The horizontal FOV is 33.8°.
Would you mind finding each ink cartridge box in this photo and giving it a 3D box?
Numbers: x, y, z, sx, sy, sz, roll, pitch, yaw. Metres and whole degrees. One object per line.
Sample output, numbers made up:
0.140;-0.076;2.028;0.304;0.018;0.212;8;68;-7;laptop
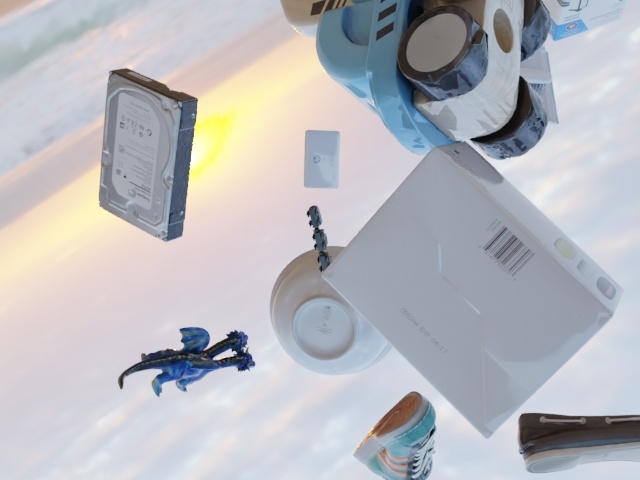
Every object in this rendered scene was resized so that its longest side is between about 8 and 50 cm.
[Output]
0.478;-0.472;1.889;0.148;0.086;0.203;-19;152;-8;ink cartridge box

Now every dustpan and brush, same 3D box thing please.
0.313;-0.270;1.728;0.211;0.147;0.060;2;164;-24;dustpan and brush

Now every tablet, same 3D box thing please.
0.002;-0.116;1.512;0.054;0.083;0.006;0;-177;-21;tablet

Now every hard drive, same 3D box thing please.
-0.394;-0.192;2.373;0.237;0.339;0.064;27;-150;30;hard drive

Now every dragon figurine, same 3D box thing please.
-0.230;0.204;1.835;0.144;0.085;0.289;-32;157;22;dragon figurine

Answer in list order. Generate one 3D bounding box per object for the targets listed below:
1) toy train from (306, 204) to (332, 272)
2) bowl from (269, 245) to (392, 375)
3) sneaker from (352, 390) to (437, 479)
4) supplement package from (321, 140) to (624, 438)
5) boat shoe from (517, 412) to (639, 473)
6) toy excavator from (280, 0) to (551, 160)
0.000;0.000;2.134;0.027;0.158;0.036;-4;-153;17;toy train
0.021;0.170;2.246;0.298;0.298;0.134;-30;-173;17;bowl
0.152;0.344;1.778;0.108;0.121;0.302;-50;176;-24;sneaker
0.176;0.048;1.204;0.204;0.262;0.145;-49;171;19;supplement package
0.493;0.317;1.758;0.335;0.095;0.112;-5;150;-6;boat shoe
0.072;-0.311;1.462;0.445;0.222;0.433;-7;-115;34;toy excavator
